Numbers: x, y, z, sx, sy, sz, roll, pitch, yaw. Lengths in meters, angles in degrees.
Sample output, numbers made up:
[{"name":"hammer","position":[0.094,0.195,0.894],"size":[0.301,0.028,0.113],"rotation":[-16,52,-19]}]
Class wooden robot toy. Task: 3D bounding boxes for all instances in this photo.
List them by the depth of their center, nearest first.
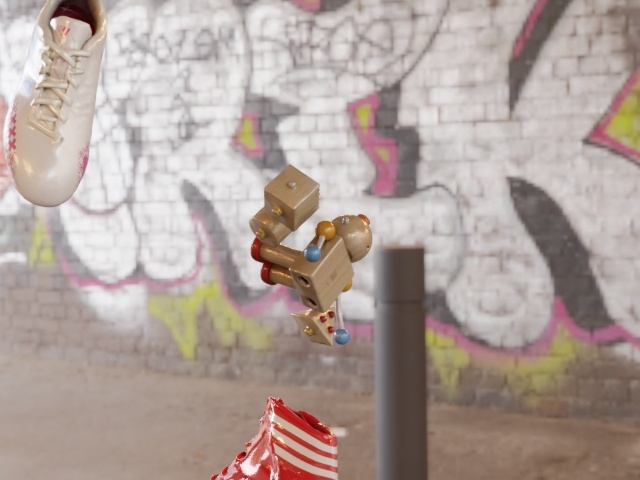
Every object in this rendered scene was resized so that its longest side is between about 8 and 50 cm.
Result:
[{"name":"wooden robot toy","position":[0.000,0.000,0.821],"size":[0.076,0.173,0.079],"rotation":[26,59,35]}]

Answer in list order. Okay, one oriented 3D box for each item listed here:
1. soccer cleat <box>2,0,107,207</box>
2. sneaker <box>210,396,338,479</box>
[{"name":"soccer cleat","position":[-0.351,-0.210,1.508],"size":[0.116,0.331,0.143],"rotation":[9,-28,-15]},{"name":"sneaker","position":[-0.056,0.213,1.014],"size":[0.221,0.128,0.087],"rotation":[-15,-35,42]}]
